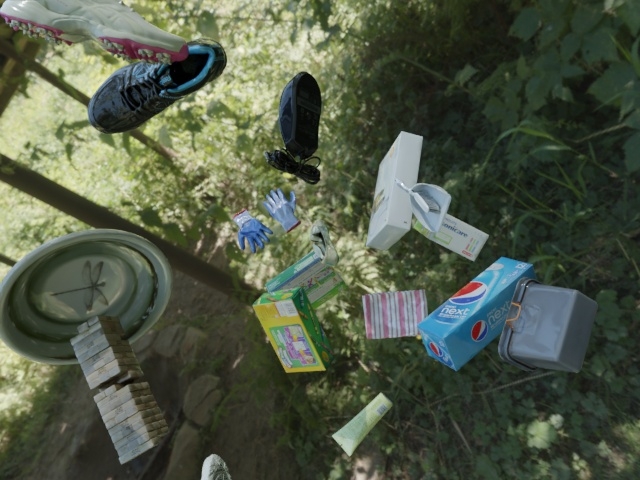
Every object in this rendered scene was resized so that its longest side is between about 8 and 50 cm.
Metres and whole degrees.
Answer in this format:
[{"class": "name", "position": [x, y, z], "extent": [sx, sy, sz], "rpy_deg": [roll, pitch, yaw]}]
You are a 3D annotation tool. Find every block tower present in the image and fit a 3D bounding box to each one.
[{"class": "block tower", "position": [-0.481, 0.348, 1.136], "extent": [0.091, 0.097, 0.335], "rpy_deg": [-32, 73, 4]}]

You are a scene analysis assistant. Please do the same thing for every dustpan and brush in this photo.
[{"class": "dustpan and brush", "position": [0.299, -0.134, 1.448], "extent": [0.211, 0.060, 0.147], "rpy_deg": [-121, 28, -42]}]

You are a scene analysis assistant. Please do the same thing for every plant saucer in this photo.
[{"class": "plant saucer", "position": [-0.578, 0.127, 1.178], "extent": [0.400, 0.401, 0.100], "rpy_deg": [-54, 50, 7]}]

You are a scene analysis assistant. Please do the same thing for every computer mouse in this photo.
[{"class": "computer mouse", "position": [-0.065, -0.287, 1.189], "extent": [0.072, 0.189, 0.272], "rpy_deg": [2, 82, 37]}]

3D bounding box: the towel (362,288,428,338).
[{"class": "towel", "position": [0.233, 0.230, 1.469], "extent": [0.197, 0.029, 0.144], "rpy_deg": [-6, 87, 13]}]

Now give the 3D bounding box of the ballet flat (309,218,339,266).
[{"class": "ballet flat", "position": [0.000, 0.000, 1.242], "extent": [0.057, 0.053, 0.168], "rpy_deg": [-64, 35, 33]}]

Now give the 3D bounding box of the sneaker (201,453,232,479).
[{"class": "sneaker", "position": [-0.277, 0.629, 1.110], "extent": [0.115, 0.090, 0.232], "rpy_deg": [-22, 50, 23]}]

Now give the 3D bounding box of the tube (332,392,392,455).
[{"class": "tube", "position": [0.156, 0.653, 1.706], "extent": [0.240, 0.062, 0.070], "rpy_deg": [-46, 30, -3]}]

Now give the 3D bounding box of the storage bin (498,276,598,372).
[{"class": "storage bin", "position": [0.332, 0.123, 0.690], "extent": [0.091, 0.098, 0.135], "rpy_deg": [-7, 58, 64]}]

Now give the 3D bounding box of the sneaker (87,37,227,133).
[{"class": "sneaker", "position": [-0.365, -0.342, 1.028], "extent": [0.341, 0.125, 0.139], "rpy_deg": [-31, 22, 3]}]

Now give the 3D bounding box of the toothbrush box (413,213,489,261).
[{"class": "toothbrush box", "position": [0.516, -0.038, 1.912], "extent": [0.122, 0.206, 0.283], "rpy_deg": [-63, 6, 7]}]

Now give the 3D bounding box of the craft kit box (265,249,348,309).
[{"class": "craft kit box", "position": [-0.049, 0.176, 1.852], "extent": [0.250, 0.246, 0.061], "rpy_deg": [-34, 43, 1]}]

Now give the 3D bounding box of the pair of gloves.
[{"class": "pair of gloves", "position": [-0.141, -0.058, 1.251], "extent": [0.198, 0.023, 0.159], "rpy_deg": [-35, 53, -1]}]

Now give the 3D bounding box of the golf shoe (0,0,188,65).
[{"class": "golf shoe", "position": [-0.387, -0.407, 0.845], "extent": [0.115, 0.307, 0.140], "rpy_deg": [15, 97, 65]}]

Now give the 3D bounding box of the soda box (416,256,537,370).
[{"class": "soda box", "position": [0.265, 0.116, 0.783], "extent": [0.210, 0.071, 0.067], "rpy_deg": [-34, 24, -19]}]

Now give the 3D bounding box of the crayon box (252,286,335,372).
[{"class": "crayon box", "position": [-0.086, 0.297, 1.552], "extent": [0.166, 0.278, 0.081], "rpy_deg": [-13, 19, 33]}]

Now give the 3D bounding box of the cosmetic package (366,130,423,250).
[{"class": "cosmetic package", "position": [0.279, -0.179, 1.811], "extent": [0.284, 0.098, 0.376], "rpy_deg": [125, 158, -70]}]
